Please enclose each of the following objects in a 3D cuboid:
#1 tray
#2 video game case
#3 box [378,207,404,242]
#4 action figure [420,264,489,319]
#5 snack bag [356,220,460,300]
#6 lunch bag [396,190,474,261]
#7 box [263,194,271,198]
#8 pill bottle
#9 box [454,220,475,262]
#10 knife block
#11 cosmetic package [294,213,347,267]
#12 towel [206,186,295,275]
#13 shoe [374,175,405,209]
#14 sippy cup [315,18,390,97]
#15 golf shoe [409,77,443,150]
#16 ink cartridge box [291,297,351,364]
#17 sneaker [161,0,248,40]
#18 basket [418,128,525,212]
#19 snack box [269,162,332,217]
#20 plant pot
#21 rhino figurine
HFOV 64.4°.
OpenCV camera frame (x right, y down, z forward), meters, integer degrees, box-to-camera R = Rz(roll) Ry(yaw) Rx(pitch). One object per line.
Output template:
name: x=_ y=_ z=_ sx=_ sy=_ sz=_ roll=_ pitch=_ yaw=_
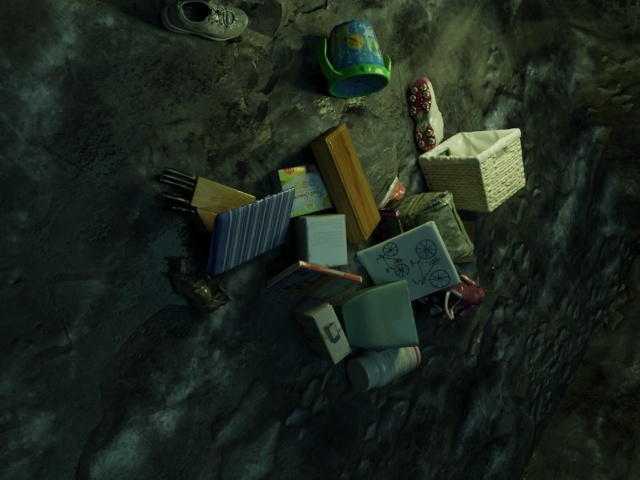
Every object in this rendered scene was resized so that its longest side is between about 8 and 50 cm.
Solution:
tray: x=0.106 y=-0.215 z=1.923 sx=0.411 sy=0.076 sz=0.203 roll=66 pitch=32 yaw=-18
video game case: x=-0.022 y=0.150 z=1.820 sx=0.285 sy=0.204 sz=0.025 roll=17 pitch=55 yaw=-36
box: x=0.290 y=-0.053 z=2.090 sx=0.029 sy=0.116 sz=0.162 roll=-24 pitch=107 yaw=-35
action figure: x=0.622 y=0.228 z=2.271 sx=0.370 sy=0.275 sz=0.248 roll=1 pitch=85 yaw=-23
snack bag: x=0.361 y=0.112 z=2.076 sx=0.323 sy=0.342 sz=0.037 roll=59 pitch=16 yaw=-24
lunch bag: x=0.476 y=-0.052 z=2.120 sx=0.212 sy=0.256 sz=0.305 roll=-49 pitch=118 yaw=-43
box: x=-0.232 y=-0.053 z=1.697 sx=0.186 sy=0.038 sz=0.145 roll=-37 pitch=155 yaw=-31
pill bottle: x=0.256 y=0.496 z=2.062 sx=0.283 sy=0.160 sz=0.161 roll=-16 pitch=101 yaw=-35
box: x=0.684 y=0.006 z=2.446 sx=0.164 sy=0.021 sz=0.201 roll=-1 pitch=92 yaw=-37
knife block: x=-0.372 y=-0.158 z=1.607 sx=0.275 sy=0.088 sz=0.242 roll=-36 pitch=113 yaw=-30
cosmetic package: x=0.000 y=0.000 z=1.831 sx=0.151 sy=0.151 sz=0.184 roll=-4 pitch=96 yaw=-18
towel: x=-0.223 y=-0.035 z=1.651 sx=0.336 sy=0.040 sz=0.243 roll=-27 pitch=143 yaw=-44
shoe: x=0.292 y=-0.180 z=2.117 sx=0.081 sy=0.063 sz=0.178 roll=45 pitch=62 yaw=-24
sippy cup: x=0.127 y=-0.678 z=1.887 sx=0.305 sy=0.240 sz=0.224 roll=9 pitch=73 yaw=-75
golf shoe: x=0.469 y=-0.553 z=2.217 sx=0.140 sy=0.115 sz=0.306 roll=-27 pitch=115 yaw=-44
ink cartridge box: x=0.003 y=0.331 z=1.868 sx=0.093 sy=0.154 sz=0.213 roll=-32 pitch=111 yaw=-29
sneaker: x=-0.342 y=-0.690 z=1.587 sx=0.281 sy=0.115 sz=0.105 roll=-17 pitch=102 yaw=-35
basket: x=0.670 y=-0.310 z=2.240 sx=0.328 sy=0.331 sz=0.267 roll=-32 pitch=116 yaw=-31
snack box: x=-0.068 y=-0.183 z=1.844 sx=0.207 sy=0.070 sz=0.175 roll=-16 pitch=99 yaw=-34
plant pot: x=0.199 y=0.295 z=1.945 sx=0.252 sy=0.248 sz=0.247 roll=-9 pitch=85 yaw=-9
rhino figurine: x=-0.399 y=0.138 z=1.608 sx=0.106 sy=0.073 sz=0.243 roll=-42 pitch=115 yaw=-7
